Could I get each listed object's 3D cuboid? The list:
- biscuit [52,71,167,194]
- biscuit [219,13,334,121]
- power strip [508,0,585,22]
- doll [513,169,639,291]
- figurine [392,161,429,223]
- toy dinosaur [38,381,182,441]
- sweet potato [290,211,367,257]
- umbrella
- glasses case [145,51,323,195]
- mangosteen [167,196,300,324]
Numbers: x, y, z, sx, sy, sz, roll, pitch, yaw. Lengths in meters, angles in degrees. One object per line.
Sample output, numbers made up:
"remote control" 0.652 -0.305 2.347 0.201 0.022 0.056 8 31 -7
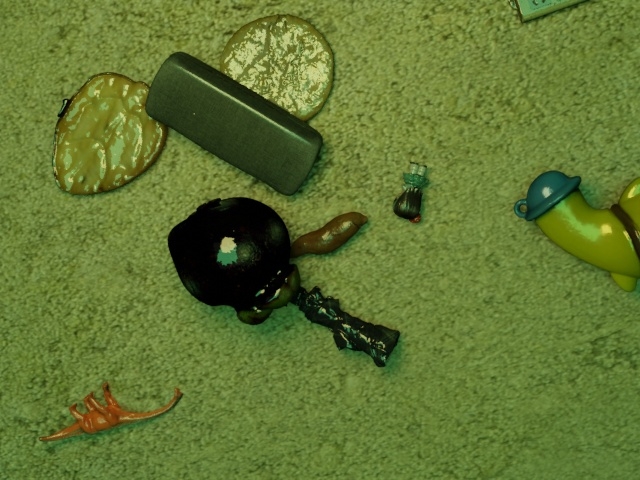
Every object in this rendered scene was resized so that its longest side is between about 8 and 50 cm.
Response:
"biscuit" -0.406 -0.193 1.624 0.203 0.041 0.260 42 98 -1
"biscuit" -0.081 -0.308 1.580 0.219 0.033 0.220 1 95 7
"power strip" 0.459 -0.465 1.506 0.267 0.034 0.092 -18 91 7
"doll" 0.512 -0.015 1.482 0.362 0.145 0.200 14 100 12
"figurine" 0.168 -0.087 1.564 0.060 0.047 0.106 17 88 -31
"toy dinosaur" -0.405 0.325 1.654 0.279 0.055 0.102 -24 100 6
"sweet potato" 0.000 0.000 1.586 0.194 0.056 0.056 -24 91 13
"umbrella" 0.034 0.155 1.587 0.224 0.080 0.071 31 133 8
"glasses case" -0.155 -0.210 1.550 0.323 0.074 0.131 30 117 -2
"mangosteen" -0.144 0.035 1.519 0.242 0.243 0.243 0 94 6
